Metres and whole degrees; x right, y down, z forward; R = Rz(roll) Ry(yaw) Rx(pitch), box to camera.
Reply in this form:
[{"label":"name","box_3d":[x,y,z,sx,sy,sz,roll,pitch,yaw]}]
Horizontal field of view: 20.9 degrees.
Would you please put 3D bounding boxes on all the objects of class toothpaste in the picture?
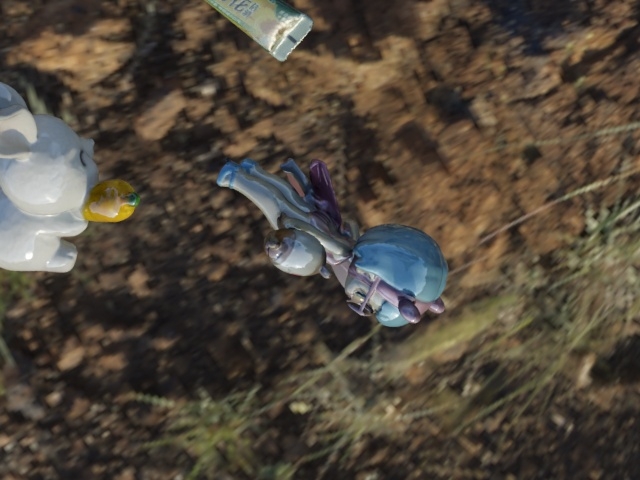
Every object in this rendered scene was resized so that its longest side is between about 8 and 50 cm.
[{"label":"toothpaste","box_3d":[-0.098,-0.220,1.401,0.204,0.031,0.049,36,121,-13]}]

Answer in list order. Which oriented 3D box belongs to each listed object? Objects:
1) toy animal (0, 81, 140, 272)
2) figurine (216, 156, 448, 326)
[{"label":"toy animal","box_3d":[-0.223,-0.048,1.342,0.131,0.127,0.181,50,142,26]},{"label":"figurine","box_3d":[0.009,-0.010,1.722,0.260,0.205,0.103,36,96,15]}]
